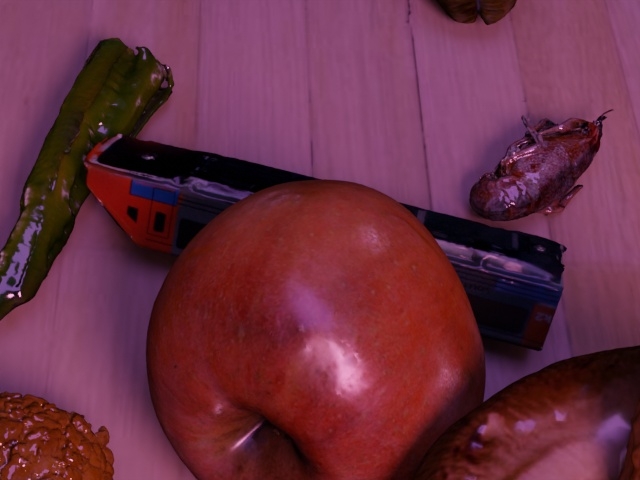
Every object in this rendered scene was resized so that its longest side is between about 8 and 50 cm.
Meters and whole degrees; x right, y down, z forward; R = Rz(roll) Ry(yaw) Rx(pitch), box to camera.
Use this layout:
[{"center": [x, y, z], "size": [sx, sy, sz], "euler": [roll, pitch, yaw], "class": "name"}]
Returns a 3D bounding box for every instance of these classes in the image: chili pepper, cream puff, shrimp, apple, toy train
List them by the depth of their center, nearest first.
[{"center": [-0.221, 0.170, 0.831], "size": [0.144, 0.103, 0.126], "euler": [3, 55, 2], "class": "cream puff"}, {"center": [0.004, 0.080, 0.847], "size": [0.254, 0.253, 0.253], "euler": [3, 54, -5], "class": "apple"}, {"center": [0.000, 0.000, 0.991], "size": [0.410, 0.089, 0.086], "euler": [14, 28, 4], "class": "toy train"}, {"center": [-0.236, -0.045, 1.011], "size": [0.085, 0.076, 0.359], "euler": [36, 54, -12], "class": "chili pepper"}, {"center": [0.212, -0.074, 1.087], "size": [0.190, 0.074, 0.073], "euler": [-40, 48, -23], "class": "shrimp"}]

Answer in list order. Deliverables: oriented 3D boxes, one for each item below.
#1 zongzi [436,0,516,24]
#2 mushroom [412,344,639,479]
[{"center": [0.102, -0.375, 1.266], "size": [0.300, 0.138, 0.286], "euler": [13, 61, 19], "class": "zongzi"}, {"center": [0.227, 0.204, 0.685], "size": [0.345, 0.239, 0.345], "euler": [-17, 57, 29], "class": "mushroom"}]
